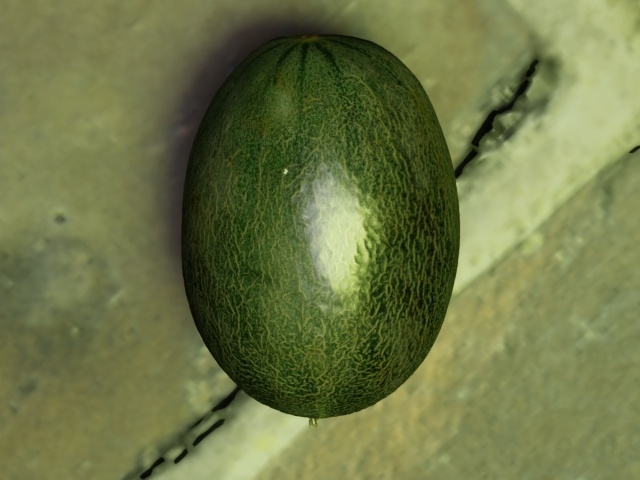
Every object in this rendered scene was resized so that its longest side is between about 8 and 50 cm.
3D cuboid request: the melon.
[{"bbox_3d":[0.000,0.000,0.674,0.114,0.114,0.167,1,106,-5],"label":"melon"}]
